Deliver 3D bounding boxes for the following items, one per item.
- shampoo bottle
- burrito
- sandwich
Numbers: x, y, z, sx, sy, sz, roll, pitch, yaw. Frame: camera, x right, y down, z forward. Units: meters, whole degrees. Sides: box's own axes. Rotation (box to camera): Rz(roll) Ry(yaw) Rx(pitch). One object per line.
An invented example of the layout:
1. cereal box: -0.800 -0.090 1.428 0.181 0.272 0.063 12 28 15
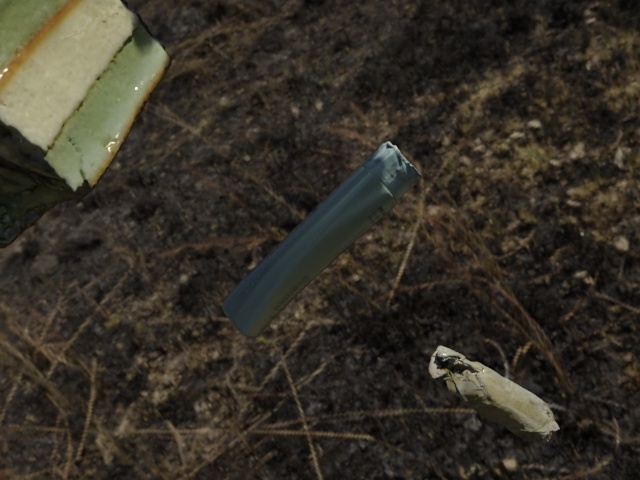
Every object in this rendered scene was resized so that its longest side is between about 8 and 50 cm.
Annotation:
1. shampoo bottle: 0.000 0.000 0.680 0.212 0.049 0.072 -45 -11 5
2. burrito: 0.213 0.192 0.926 0.058 0.188 0.045 -60 8 -10
3. sandwich: -0.272 -0.105 0.603 0.227 0.155 0.198 -14 42 35
